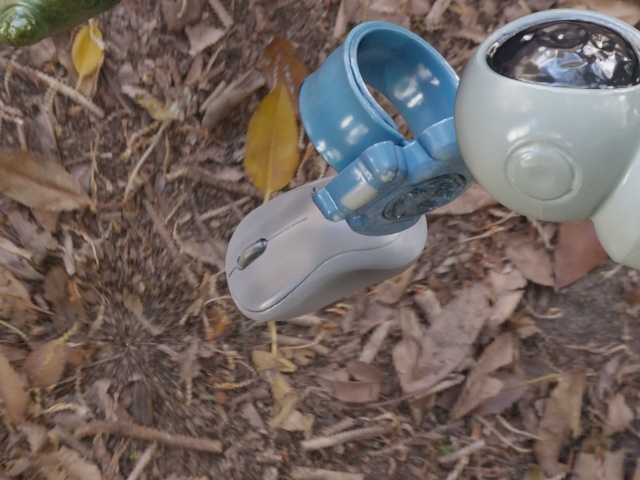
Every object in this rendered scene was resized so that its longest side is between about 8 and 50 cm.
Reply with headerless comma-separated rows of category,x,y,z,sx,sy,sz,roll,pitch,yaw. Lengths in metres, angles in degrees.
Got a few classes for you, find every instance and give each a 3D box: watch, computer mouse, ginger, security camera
watch,0.067,-0.124,1.081,0.210,0.211,0.193,-16,68,-11
computer mouse,0.000,0.000,1.463,0.296,0.121,0.184,-15,59,7
ginger,-0.187,-0.273,0.984,0.289,0.137,0.089,-31,96,4
security camera,0.230,-0.095,0.919,0.236,0.194,0.195,25,80,6
